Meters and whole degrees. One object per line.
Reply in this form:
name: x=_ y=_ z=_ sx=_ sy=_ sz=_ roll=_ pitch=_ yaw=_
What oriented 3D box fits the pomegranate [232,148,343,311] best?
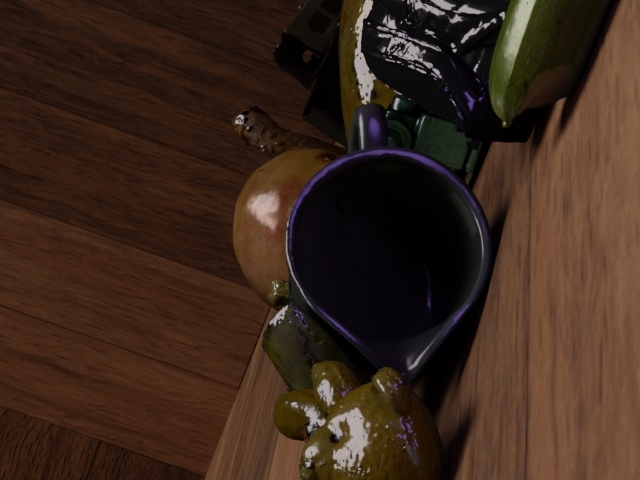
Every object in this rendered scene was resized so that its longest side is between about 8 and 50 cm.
pomegranate: x=-0.002 y=-0.002 z=2.107 sx=0.191 sy=0.191 sz=0.191 roll=-160 pitch=90 yaw=-86

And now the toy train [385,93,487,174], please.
toy train: x=0.077 y=-0.044 z=1.780 sx=0.071 sy=0.111 sz=0.170 roll=-81 pitch=7 yaw=-76

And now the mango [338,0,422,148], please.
mango: x=0.088 y=-0.175 z=1.899 sx=0.176 sy=0.175 sz=0.329 roll=38 pitch=-117 yaw=-47

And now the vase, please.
vase: x=0.043 y=0.028 z=1.623 sx=0.301 sy=0.156 sz=0.251 roll=100 pitch=166 yaw=-72

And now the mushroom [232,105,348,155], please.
mushroom: x=-0.003 y=-0.088 z=2.289 sx=0.227 sy=0.217 sz=0.148 roll=-82 pitch=13 yaw=-71

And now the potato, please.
potato: x=0.003 y=0.117 z=1.554 sx=0.054 sy=0.119 sz=0.198 roll=-43 pitch=-29 yaw=-7

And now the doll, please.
doll: x=0.014 y=0.156 z=1.422 sx=0.209 sy=0.097 sz=0.137 roll=-12 pitch=92 yaw=65

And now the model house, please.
model house: x=0.088 y=-0.242 z=2.149 sx=0.243 sy=0.204 sz=0.211 roll=-53 pitch=-5 yaw=-29

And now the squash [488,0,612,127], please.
squash: x=0.175 y=-0.186 z=1.379 sx=0.069 sy=0.069 sz=0.239 roll=-81 pitch=12 yaw=-71

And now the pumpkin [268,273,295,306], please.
pumpkin: x=0.017 y=0.060 z=1.901 sx=0.167 sy=0.125 sz=0.167 roll=166 pitch=90 yaw=-80

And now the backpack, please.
backpack: x=0.112 y=-0.151 z=1.530 sx=0.165 sy=0.106 sz=0.120 roll=39 pitch=114 yaw=40
